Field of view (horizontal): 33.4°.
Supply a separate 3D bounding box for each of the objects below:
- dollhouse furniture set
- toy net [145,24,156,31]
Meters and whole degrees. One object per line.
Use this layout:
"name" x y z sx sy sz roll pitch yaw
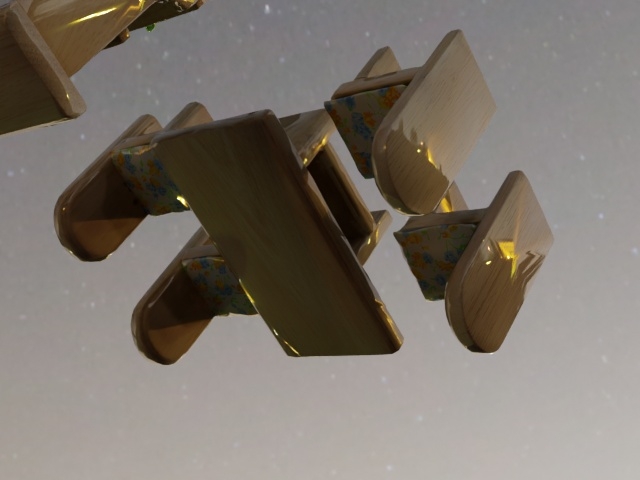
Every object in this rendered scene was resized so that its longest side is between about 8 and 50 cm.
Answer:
"dollhouse furniture set" -0.053 -0.024 0.475 0.212 0.161 0.242 -7 -55 39
"toy net" -0.156 -0.317 0.991 0.045 0.232 0.122 -7 -17 -46
